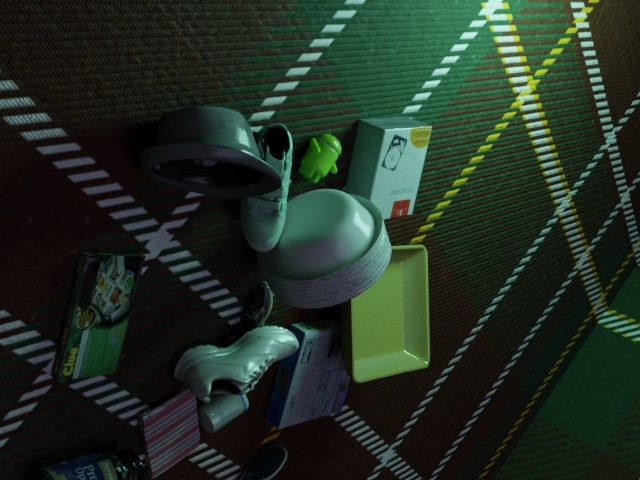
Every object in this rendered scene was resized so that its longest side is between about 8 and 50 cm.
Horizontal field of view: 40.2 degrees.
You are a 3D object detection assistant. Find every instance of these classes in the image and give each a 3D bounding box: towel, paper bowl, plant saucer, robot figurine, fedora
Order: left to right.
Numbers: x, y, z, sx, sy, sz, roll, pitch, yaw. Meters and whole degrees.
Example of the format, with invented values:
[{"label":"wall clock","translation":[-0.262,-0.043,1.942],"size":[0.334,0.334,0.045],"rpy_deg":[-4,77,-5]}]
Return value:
[{"label":"towel","translation":[-0.338,0.430,1.963],"size":[0.144,0.029,0.197],"rpy_deg":[-29,134,-35]},{"label":"fedora","translation":[-0.204,-0.173,1.629],"size":[0.275,0.244,0.124],"rpy_deg":[13,73,-42]},{"label":"paper bowl","translation":[0.000,0.000,1.874],"size":[0.284,0.284,0.148],"rpy_deg":[-41,132,-25]},{"label":"robot figurine","translation":[0.001,-0.187,1.937],"size":[0.115,0.067,0.101],"rpy_deg":[-56,140,-8]},{"label":"plant saucer","translation":[0.155,0.181,2.258],"size":[0.333,0.081,0.333],"rpy_deg":[-2,91,-49]}]

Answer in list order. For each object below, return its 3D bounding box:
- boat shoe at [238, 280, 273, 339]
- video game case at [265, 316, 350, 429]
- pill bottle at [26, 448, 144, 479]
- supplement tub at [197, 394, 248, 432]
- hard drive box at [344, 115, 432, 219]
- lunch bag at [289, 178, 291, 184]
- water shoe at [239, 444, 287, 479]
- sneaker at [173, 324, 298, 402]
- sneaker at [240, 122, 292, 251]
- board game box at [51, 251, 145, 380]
[{"label":"boat shoe","translation":[-0.150,0.166,1.989],"size":[0.049,0.056,0.152],"rpy_deg":[-10,120,-51]},{"label":"video game case","translation":[-0.010,0.333,2.244],"size":[0.244,0.061,0.269],"rpy_deg":[-2,113,-48]},{"label":"pill bottle","translation":[-0.473,0.497,1.770],"size":[0.219,0.123,0.123],"rpy_deg":[-8,118,-46]},{"label":"supplement tub","translation":[-0.227,0.390,2.026],"size":[0.107,0.071,0.071],"rpy_deg":[-31,133,-33]},{"label":"hard drive box","translation":[0.159,-0.174,2.107],"size":[0.181,0.089,0.232],"rpy_deg":[-12,121,-44]},{"label":"lunch bag","translation":[-0.112,-0.114,1.867],"size":[0.071,0.053,0.083],"rpy_deg":[41,70,-54]},{"label":"water shoe","translation":[-0.163,0.611,2.250],"size":[0.203,0.073,0.080],"rpy_deg":[-46,161,-13]},{"label":"sneaker","translation":[-0.172,0.283,1.942],"size":[0.297,0.129,0.111],"rpy_deg":[-18,137,-29]},{"label":"sneaker","translation":[-0.110,-0.110,1.748],"size":[0.151,0.094,0.256],"rpy_deg":[116,-20,-81]},{"label":"board game box","translation":[-0.428,0.144,1.684],"size":[0.136,0.030,0.259],"rpy_deg":[0,111,-51]}]
